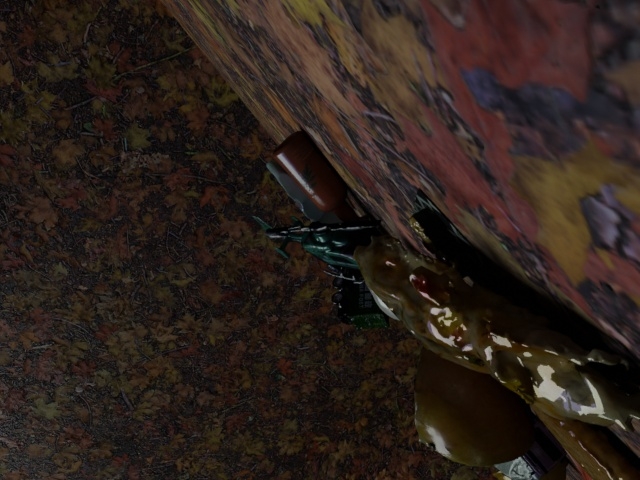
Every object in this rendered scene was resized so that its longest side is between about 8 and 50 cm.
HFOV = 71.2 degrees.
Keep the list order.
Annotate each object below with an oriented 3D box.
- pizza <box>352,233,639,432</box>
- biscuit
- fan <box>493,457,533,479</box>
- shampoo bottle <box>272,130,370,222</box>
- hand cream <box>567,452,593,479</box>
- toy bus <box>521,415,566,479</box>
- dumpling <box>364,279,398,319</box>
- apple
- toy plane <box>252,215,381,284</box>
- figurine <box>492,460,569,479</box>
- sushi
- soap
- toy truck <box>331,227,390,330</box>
[{"bbox_3d":[0.147,0.089,0.403,0.189,0.071,0.297,47,169,-29],"label":"pizza"},{"bbox_3d":[0.351,0.281,0.538,0.254,0.035,0.254,50,-177,-4],"label":"biscuit"},{"bbox_3d":[0.459,0.521,1.095,0.223,0.012,0.294,152,113,-64],"label":"fan"},{"bbox_3d":[0.005,-0.120,0.963,0.244,0.085,0.085,46,-177,-20],"label":"shampoo bottle"},{"bbox_3d":[0.398,0.322,0.720,0.216,0.038,0.052,-117,15,-66],"label":"hand cream"},{"bbox_3d":[0.445,0.419,0.928,0.087,0.098,0.178,52,-175,25],"label":"toy bus"},{"bbox_3d":[0.153,0.078,0.780,0.188,0.108,0.127,37,-154,8],"label":"dumpling"},{"bbox_3d":[0.270,0.281,0.853,0.254,0.179,0.346,52,-164,8],"label":"apple"},{"bbox_3d":[0.000,0.000,1.019,0.382,0.106,0.155,10,155,45],"label":"toy plane"},{"bbox_3d":[0.517,0.556,1.176,0.257,0.167,0.192,53,157,18],"label":"figurine"},{"bbox_3d":[0.129,0.012,0.469,0.120,0.026,0.126,50,-178,13],"label":"sushi"},{"bbox_3d":[-0.026,-0.140,1.246,0.208,0.115,0.347,48,-178,-26],"label":"soap"},{"bbox_3d":[0.097,0.078,1.069,0.088,0.121,0.259,58,-151,-51],"label":"toy truck"}]
